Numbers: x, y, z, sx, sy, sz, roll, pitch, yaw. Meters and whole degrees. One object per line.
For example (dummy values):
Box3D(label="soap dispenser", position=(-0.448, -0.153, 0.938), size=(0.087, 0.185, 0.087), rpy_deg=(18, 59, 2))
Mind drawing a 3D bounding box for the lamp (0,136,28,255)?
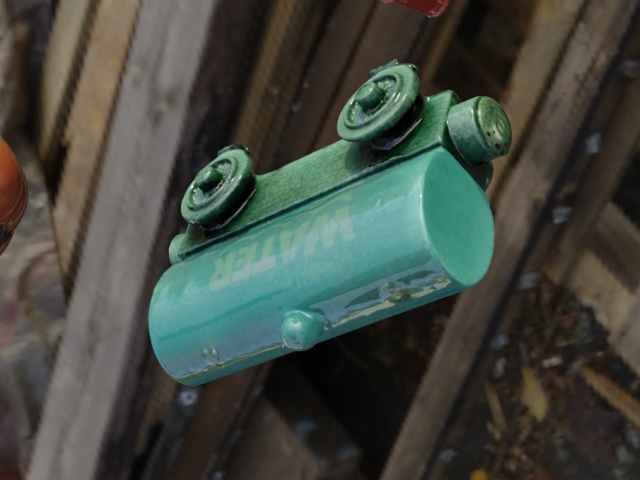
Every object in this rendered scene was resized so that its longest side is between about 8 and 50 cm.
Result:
Box3D(label="lamp", position=(-0.338, -0.031, 1.172), size=(0.164, 0.187, 0.188), rpy_deg=(38, 133, 7))

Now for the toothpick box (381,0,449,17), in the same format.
Box3D(label="toothpick box", position=(0.106, -0.289, 1.669), size=(0.047, 0.083, 0.047), rpy_deg=(-12, 74, 46))

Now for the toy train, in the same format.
Box3D(label="toy train", position=(0.000, 0.000, 0.841), size=(0.248, 0.101, 0.159), rpy_deg=(-24, 37, 34))
